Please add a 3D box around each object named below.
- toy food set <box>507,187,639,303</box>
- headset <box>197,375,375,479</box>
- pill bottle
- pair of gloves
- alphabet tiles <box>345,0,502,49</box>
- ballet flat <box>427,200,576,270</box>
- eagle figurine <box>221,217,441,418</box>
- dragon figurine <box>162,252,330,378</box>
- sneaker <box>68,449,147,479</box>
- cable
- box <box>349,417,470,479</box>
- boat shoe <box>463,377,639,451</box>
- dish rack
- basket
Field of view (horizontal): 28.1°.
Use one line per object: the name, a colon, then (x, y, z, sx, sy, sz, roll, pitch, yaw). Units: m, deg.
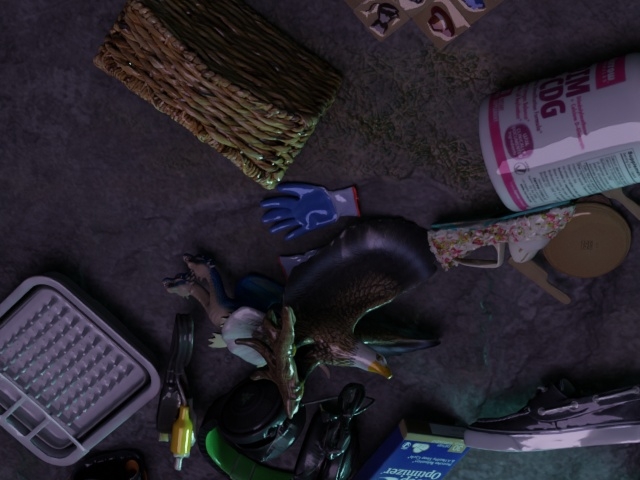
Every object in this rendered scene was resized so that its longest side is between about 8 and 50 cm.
toy food set: (0.366, -0.007, 1.778, 0.132, 0.038, 0.192, 38, 119, -16)
headset: (-0.048, 0.324, 2.003, 0.243, 0.185, 0.394, 33, 139, -14)
pill bottle: (0.357, -0.144, 1.615, 0.283, 0.160, 0.160, -14, 115, 24)
pair of gloves: (0.000, 0.000, 1.899, 0.159, 0.023, 0.198, -6, 118, 21)
alphabet tiles: (0.144, -0.411, 1.608, 0.342, 0.011, 0.285, -35, 106, 31)
ballet flat: (0.253, -0.004, 1.758, 0.241, 0.091, 0.077, -10, 93, 45)
eagle figurine: (0.033, 0.125, 1.840, 0.225, 0.298, 0.226, 53, 139, 1)
dragon figurine: (-0.100, 0.111, 1.959, 0.289, 0.144, 0.085, 19, 125, -18)
sneaker: (-0.302, 0.481, 2.228, 0.321, 0.125, 0.180, 18, 125, 6)
cable: (-0.216, 0.221, 2.047, 0.072, 0.139, 0.287, 9, 121, -10)
box: (0.132, 0.368, 2.038, 0.136, 0.036, 0.225, 11, 132, -31)
boat shoe: (0.356, 0.256, 1.903, 0.301, 0.108, 0.102, -9, 85, 26)
dish rack: (-0.438, 0.208, 2.134, 0.285, 0.072, 0.333, 44, 123, -10)
basket: (-0.160, -0.187, 1.717, 0.299, 0.213, 0.223, 36, 123, -6)
